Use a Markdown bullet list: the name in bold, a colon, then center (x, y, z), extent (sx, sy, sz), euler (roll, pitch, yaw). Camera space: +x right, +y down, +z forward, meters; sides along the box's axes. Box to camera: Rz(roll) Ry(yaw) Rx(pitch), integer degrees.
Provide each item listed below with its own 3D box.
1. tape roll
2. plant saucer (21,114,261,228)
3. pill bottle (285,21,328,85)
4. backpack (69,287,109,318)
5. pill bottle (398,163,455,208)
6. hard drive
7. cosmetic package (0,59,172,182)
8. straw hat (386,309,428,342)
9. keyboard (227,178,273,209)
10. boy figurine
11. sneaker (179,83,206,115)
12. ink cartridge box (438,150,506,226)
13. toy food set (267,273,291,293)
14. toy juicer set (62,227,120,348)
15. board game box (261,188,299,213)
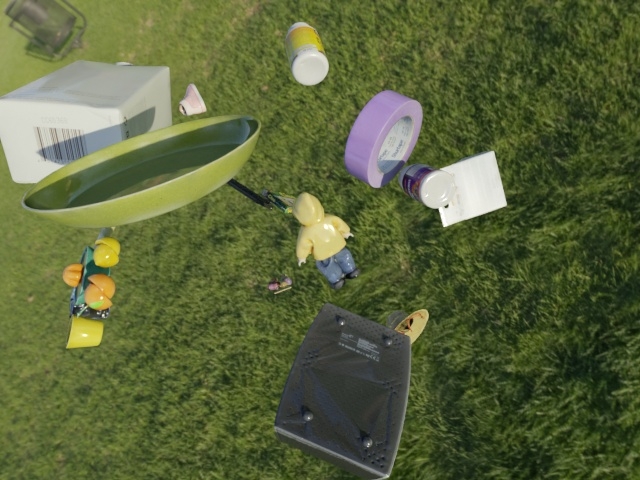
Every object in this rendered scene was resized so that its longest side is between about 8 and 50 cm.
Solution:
- **tape roll**: center (0.190, -0.299, 1.340), extent (0.090, 0.275, 0.274), euler (33, 88, 25)
- **plant saucer**: center (-0.173, -0.073, 0.467), extent (0.241, 0.037, 0.241), euler (-12, 29, 7)
- **pill bottle**: center (-0.049, -0.607, 1.445), extent (0.117, 0.117, 0.215), euler (-30, 52, 23)
- **backpack**: center (-0.678, 0.173, 1.319), extent (0.084, 0.105, 0.114), euler (-14, 74, 52)
- **pill bottle**: center (0.302, -0.167, 1.318), extent (0.108, 0.108, 0.193), euler (-50, 22, 5)
- **hard drive**: center (0.041, 0.211, 0.664), extent (0.254, 0.172, 0.054), euler (-62, -7, -56)
- **cosmetic package**: center (-0.457, -0.260, 0.938), extent (0.385, 0.217, 0.156), euler (-94, 9, -60)
- **straw hat**: center (0.196, 0.208, 1.113), extent (0.144, 0.144, 0.061), euler (-50, 53, 5)
- **keyboard**: center (-0.313, -0.210, 1.855), extent (0.317, 0.201, 0.033), euler (34, 94, 25)
- **boy figurine**: center (0.000, 0.000, 1.243), extent (0.177, 0.285, 0.092), euler (-35, 19, -12)
- **sneaker**: center (-0.389, -0.414, 1.326), extent (0.070, 0.051, 0.134), euler (-24, 53, -11)
- **ink cartridge box**: center (0.471, -0.169, 1.458), extent (0.232, 0.189, 0.066), euler (-18, 10, -4)
- **toy food set**: center (-0.134, 0.133, 1.434), extent (0.078, 0.019, 0.122), euler (-19, 17, -12)
- **toy juicer set**: center (-0.504, 0.051, 0.980), extent (0.209, 0.090, 0.329), euler (-56, 37, 30)
- **board game box**: center (-0.102, -0.140, 1.741), extent (0.136, 0.260, 0.030), euler (36, 106, 25)
